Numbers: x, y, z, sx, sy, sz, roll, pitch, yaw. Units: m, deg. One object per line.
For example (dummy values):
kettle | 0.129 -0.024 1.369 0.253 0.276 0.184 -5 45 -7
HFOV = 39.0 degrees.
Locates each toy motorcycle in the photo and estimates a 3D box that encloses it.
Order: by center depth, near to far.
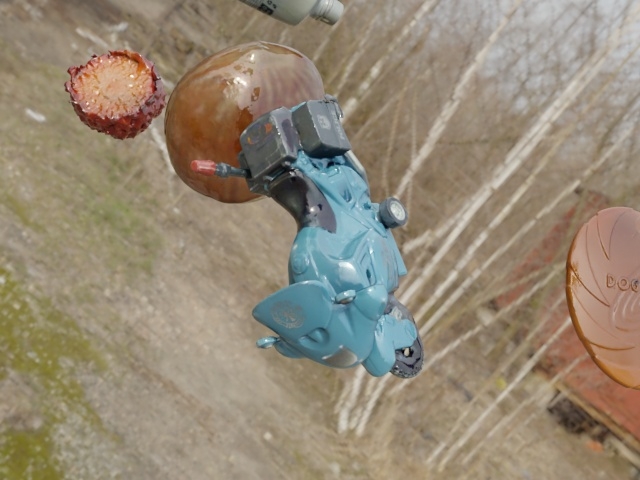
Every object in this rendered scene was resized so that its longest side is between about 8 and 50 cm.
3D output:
toy motorcycle | 0.000 0.000 0.796 0.182 0.123 0.272 -1 64 -52

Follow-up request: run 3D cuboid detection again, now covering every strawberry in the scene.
strawberry | -0.299 -0.214 1.340 0.145 0.145 0.086 43 -13 14

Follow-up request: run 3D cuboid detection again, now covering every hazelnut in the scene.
hazelnut | -0.090 -0.146 1.093 0.176 0.214 0.214 34 4 23

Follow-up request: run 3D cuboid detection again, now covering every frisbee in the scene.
frisbee | 0.326 0.056 0.909 0.192 0.192 0.035 39 -29 -15

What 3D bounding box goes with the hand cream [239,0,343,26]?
hand cream | -0.119 -0.342 1.037 0.340 0.124 0.078 27 56 -22
